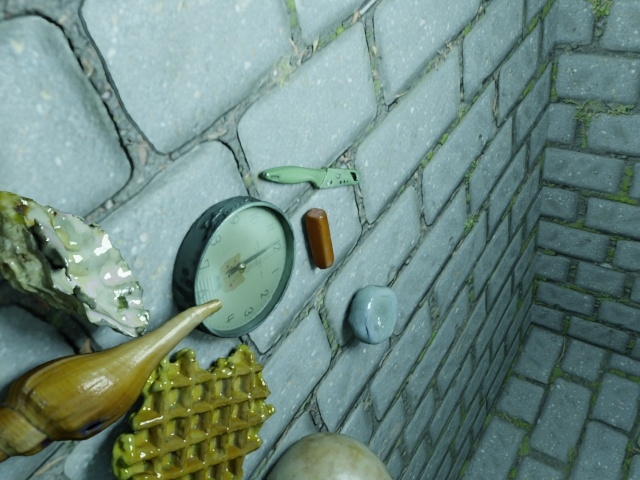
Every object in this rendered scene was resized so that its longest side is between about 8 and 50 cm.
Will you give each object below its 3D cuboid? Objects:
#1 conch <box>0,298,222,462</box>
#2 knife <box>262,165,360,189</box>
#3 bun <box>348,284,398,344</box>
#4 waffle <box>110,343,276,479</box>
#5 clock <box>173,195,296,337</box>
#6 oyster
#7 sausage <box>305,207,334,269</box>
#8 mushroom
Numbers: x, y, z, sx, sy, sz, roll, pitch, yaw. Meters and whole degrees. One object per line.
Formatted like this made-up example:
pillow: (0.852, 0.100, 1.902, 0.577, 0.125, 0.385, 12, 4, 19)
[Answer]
conch: (-0.245, 0.165, 0.594, 0.330, 0.093, 0.109, -25, 135, -35)
knife: (-0.005, -0.112, 0.902, 0.293, 0.020, 0.043, -11, 112, -54)
bun: (0.115, 0.167, 1.155, 0.141, 0.083, 0.140, -13, 108, -46)
waffle: (-0.179, 0.287, 0.776, 0.301, 0.058, 0.281, 48, 56, -49)
clock: (-0.123, 0.044, 0.779, 0.226, 0.049, 0.226, -29, 128, -45)
oyster: (-0.263, 0.042, 0.543, 0.072, 0.132, 0.209, -23, 155, 5)
sausage: (0.000, 0.000, 0.942, 0.039, 0.041, 0.131, -68, 154, -48)
mushroom: (0.013, 0.567, 1.048, 0.297, 0.297, 0.290, -50, 165, -29)
